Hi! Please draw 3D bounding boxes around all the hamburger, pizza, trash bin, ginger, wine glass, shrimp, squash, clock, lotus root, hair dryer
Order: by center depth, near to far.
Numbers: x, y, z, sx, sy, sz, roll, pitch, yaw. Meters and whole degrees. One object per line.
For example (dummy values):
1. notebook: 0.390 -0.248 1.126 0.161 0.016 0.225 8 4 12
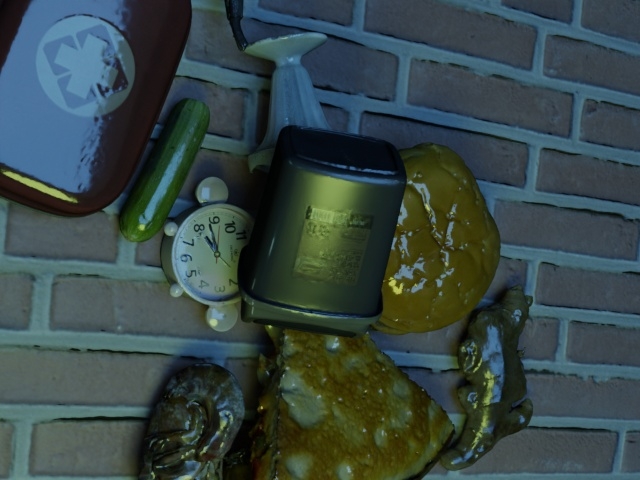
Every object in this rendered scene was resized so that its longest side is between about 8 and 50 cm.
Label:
1. trash bin: 0.000 0.000 1.404 0.209 0.182 0.290 10 118 -9
2. squash: -0.224 -0.101 1.455 0.066 0.066 0.229 29 78 -27
3. shrimp: -0.199 0.345 1.466 0.145 0.116 0.343 18 90 1
4. hair dryer: -0.102 -0.375 1.484 0.195 0.075 0.219 12 73 -37
5. clock: -0.161 0.021 1.499 0.155 0.063 0.229 -8 94 -25
6. wine glass: -0.039 -0.200 1.506 0.165 0.165 0.196 -7 88 -28
7. lotus root: -0.086 0.404 1.527 0.120 0.120 0.209 -32 105 -23
8. pizza: 0.004 0.224 1.556 0.440 0.130 0.406 -11 76 -47
9. hamburger: 0.144 0.007 1.611 0.318 0.158 0.319 -2 94 -27
10. ginger: 0.306 0.239 1.755 0.166 0.080 0.333 7 87 -17

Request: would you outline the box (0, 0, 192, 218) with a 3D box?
1. box: -0.331 -0.234 1.363 0.263 0.108 0.404 23 82 -27
